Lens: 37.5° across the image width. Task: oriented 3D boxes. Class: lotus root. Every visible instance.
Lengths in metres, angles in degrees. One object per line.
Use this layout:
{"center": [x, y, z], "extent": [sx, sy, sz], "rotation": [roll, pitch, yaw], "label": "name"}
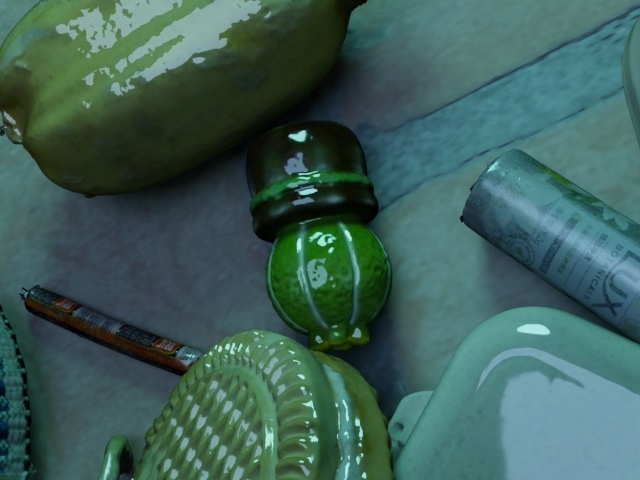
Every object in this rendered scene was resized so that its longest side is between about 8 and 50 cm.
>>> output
{"center": [-0.090, -0.155, 0.715], "extent": [0.343, 0.151, 0.169], "rotation": [-27, 86, 10], "label": "lotus root"}

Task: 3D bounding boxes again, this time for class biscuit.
{"center": [-0.053, 0.179, 0.610], "extent": [0.259, 0.079, 0.259], "rotation": [-41, 36, 39], "label": "biscuit"}

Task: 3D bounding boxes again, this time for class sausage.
{"center": [-0.169, 0.073, 0.763], "extent": [0.198, 0.025, 0.028], "rotation": [17, 54, 23], "label": "sausage"}

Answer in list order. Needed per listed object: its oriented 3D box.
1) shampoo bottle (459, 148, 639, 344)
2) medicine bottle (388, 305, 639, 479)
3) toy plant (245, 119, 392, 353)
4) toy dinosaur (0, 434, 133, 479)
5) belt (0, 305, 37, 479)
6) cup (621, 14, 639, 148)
{"center": [0.193, 0.020, 0.608], "extent": [0.214, 0.072, 0.072], "rotation": [37, 94, 23], "label": "shampoo bottle"}
{"center": [0.129, 0.242, 0.556], "extent": [0.282, 0.123, 0.375], "rotation": [29, 91, 28], "label": "medicine bottle"}
{"center": [0.000, 0.000, 0.677], "extent": [0.093, 0.093, 0.162], "rotation": [-17, 77, 18], "label": "toy plant"}
{"center": [-0.176, 0.208, 0.650], "extent": [0.072, 0.200, 0.251], "rotation": [3, 112, -5], "label": "toy dinosaur"}
{"center": [-0.343, 0.153, 0.748], "extent": [0.207, 0.150, 0.257], "rotation": [-15, 73, 27], "label": "belt"}
{"center": [0.322, -0.051, 0.501], "extent": [0.288, 0.208, 0.273], "rotation": [-2, 78, 29], "label": "cup"}
